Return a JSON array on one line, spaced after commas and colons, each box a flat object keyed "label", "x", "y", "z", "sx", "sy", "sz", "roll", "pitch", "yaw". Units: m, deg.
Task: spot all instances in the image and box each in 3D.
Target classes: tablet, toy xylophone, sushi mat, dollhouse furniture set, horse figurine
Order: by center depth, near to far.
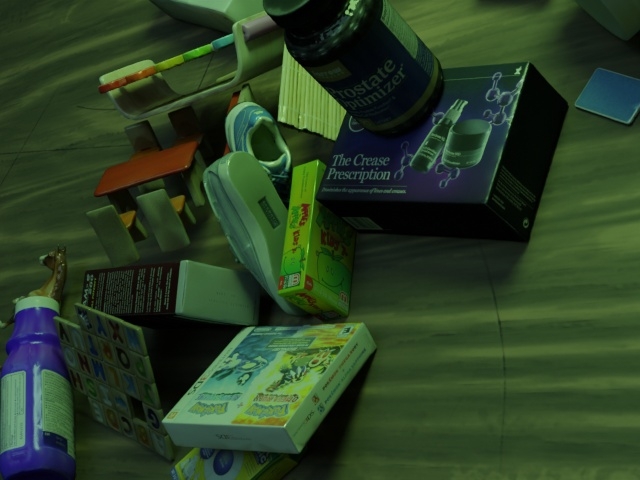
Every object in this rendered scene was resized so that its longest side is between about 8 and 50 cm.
[{"label": "tablet", "x": 0.334, "y": -0.165, "z": 1.231, "sx": 0.083, "sy": 0.006, "sz": 0.054, "roll": 31, "pitch": 88, "yaw": 49}, {"label": "sushi mat", "x": 0.020, "y": -0.266, "z": 1.479, "sx": 0.019, "sy": 0.151, "sz": 0.317, "roll": -43, "pitch": 37, "yaw": 53}, {"label": "dollhouse furniture set", "x": -0.198, "y": -0.115, "z": 1.529, "sx": 0.259, "sy": 0.135, "sz": 0.262, "roll": -16, "pitch": 30, "yaw": 13}, {"label": "toy xylophone", "x": -0.165, "y": -0.261, "z": 1.596, "sx": 0.322, "sy": 0.081, "sz": 0.236, "roll": -14, "pitch": 13, "yaw": 33}, {"label": "horse figurine", "x": -0.466, "y": 0.152, "z": 1.721, "sx": 0.174, "sy": 0.066, "sz": 0.263, "roll": -23, "pitch": 50, "yaw": 35}]

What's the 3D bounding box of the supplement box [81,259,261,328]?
[{"label": "supplement box", "x": -0.205, "y": 0.077, "z": 1.458, "sx": 0.239, "sy": 0.130, "sz": 0.073, "roll": -7, "pitch": 75, "yaw": 45}]

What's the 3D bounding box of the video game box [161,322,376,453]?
[{"label": "video game box", "x": -0.062, "y": 0.173, "z": 1.293, "sx": 0.205, "sy": 0.048, "sz": 0.187, "roll": -6, "pitch": 33, "yaw": 40}]

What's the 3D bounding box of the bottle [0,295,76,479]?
[{"label": "bottle", "x": -0.412, "y": 0.219, "z": 1.575, "sx": 0.092, "sy": 0.118, "sz": 0.283, "roll": -14, "pitch": 59, "yaw": 8}]

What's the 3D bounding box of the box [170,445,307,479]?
[{"label": "box", "x": -0.100, "y": 0.272, "z": 1.331, "sx": 0.179, "sy": 0.043, "sz": 0.105, "roll": -43, "pitch": 43, "yaw": 11}]

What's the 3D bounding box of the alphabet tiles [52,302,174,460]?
[{"label": "alphabet tiles", "x": -0.291, "y": 0.182, "z": 1.480, "sx": 0.009, "sy": 0.198, "sz": 0.237, "roll": -27, "pitch": 27, "yaw": -37}]

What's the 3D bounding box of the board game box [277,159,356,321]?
[{"label": "board game box", "x": 0.000, "y": 0.000, "z": 1.369, "sx": 0.043, "sy": 0.092, "sz": 0.181, "roll": -15, "pitch": 56, "yaw": 36}]

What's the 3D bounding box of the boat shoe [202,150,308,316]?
[{"label": "boat shoe", "x": -0.079, "y": -0.005, "z": 1.385, "sx": 0.081, "sy": 0.228, "sz": 0.079, "roll": -15, "pitch": 14, "yaw": 48}]

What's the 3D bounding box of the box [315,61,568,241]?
[{"label": "box", "x": 0.142, "y": -0.106, "z": 1.303, "sx": 0.261, "sy": 0.103, "sz": 0.184, "roll": 3, "pitch": 65, "yaw": 44}]

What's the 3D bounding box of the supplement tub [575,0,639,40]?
[{"label": "supplement tub", "x": 0.384, "y": -0.405, "z": 1.161, "sx": 0.331, "sy": 0.241, "sz": 0.241, "roll": -44, "pitch": 43, "yaw": 12}]

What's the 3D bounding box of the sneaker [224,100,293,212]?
[{"label": "sneaker", "x": -0.073, "y": -0.076, "z": 1.417, "sx": 0.080, "sy": 0.211, "sz": 0.081, "roll": -22, "pitch": 16, "yaw": -18}]

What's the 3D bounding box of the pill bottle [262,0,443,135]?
[{"label": "pill bottle", "x": 0.036, "y": -0.227, "z": 1.235, "sx": 0.122, "sy": 0.219, "sz": 0.123, "roll": -23, "pitch": 48, "yaw": 28}]

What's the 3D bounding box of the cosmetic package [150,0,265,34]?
[{"label": "cosmetic package", "x": -0.112, "y": -0.530, "z": 1.797, "sx": 0.284, "sy": 0.097, "sz": 0.377, "roll": 27, "pitch": 85, "yaw": 46}]
